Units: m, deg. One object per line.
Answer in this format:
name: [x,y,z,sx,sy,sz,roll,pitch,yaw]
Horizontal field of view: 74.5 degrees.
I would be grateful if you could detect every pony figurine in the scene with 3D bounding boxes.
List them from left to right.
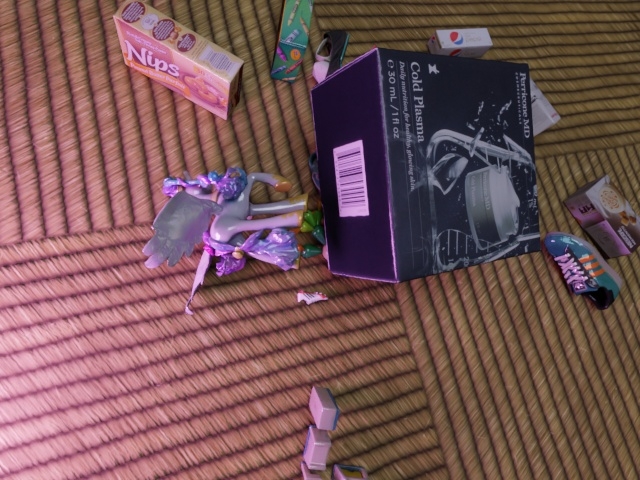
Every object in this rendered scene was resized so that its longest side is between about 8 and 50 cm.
pony figurine: [-0.223,-0.028,0.990,0.363,0.303,0.351,5,54,1]

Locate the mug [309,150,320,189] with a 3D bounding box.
mug: [0.029,-0.188,1.191,0.097,0.158,0.129,-41,113,-19]

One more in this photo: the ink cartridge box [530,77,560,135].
ink cartridge box: [0.716,-0.465,1.443,0.148,0.086,0.203,-30,84,-48]

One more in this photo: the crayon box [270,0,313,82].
crayon box: [-0.081,-0.639,1.251,0.081,0.165,0.278,10,73,-13]

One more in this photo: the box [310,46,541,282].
box: [0.266,-0.175,1.058,0.472,0.297,0.480,-9,95,-29]

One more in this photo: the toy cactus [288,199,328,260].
toy cactus: [0.000,0.000,1.142,0.219,0.112,0.180,-38,98,-19]

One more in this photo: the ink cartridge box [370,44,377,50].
ink cartridge box: [0.172,-0.469,1.240,0.134,0.231,0.078,33,69,-5]

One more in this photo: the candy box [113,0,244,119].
candy box: [-0.367,-0.472,1.116,0.316,0.183,0.087,29,69,-7]

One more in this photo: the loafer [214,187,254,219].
loafer: [-0.228,-0.108,1.136,0.125,0.045,0.039,38,53,-9]

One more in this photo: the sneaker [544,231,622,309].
sneaker: [0.828,0.098,1.337,0.302,0.108,0.121,39,65,-4]

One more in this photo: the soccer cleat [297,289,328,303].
soccer cleat: [-0.021,0.155,1.127,0.083,0.029,0.035,10,82,-10]

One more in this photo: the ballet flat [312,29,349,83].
ballet flat: [0.028,-0.539,1.301,0.096,0.095,0.280,9,62,-3]

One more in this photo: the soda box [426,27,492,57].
soda box: [0.488,-0.688,1.476,0.216,0.069,0.074,-12,79,-18]

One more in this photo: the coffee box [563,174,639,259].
coffee box: [0.972,-0.078,1.430,0.141,0.098,0.246,-32,85,-21]

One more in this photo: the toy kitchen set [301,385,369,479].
toy kitchen set: [0.047,0.489,1.028,0.166,0.122,0.207,13,92,-12]
